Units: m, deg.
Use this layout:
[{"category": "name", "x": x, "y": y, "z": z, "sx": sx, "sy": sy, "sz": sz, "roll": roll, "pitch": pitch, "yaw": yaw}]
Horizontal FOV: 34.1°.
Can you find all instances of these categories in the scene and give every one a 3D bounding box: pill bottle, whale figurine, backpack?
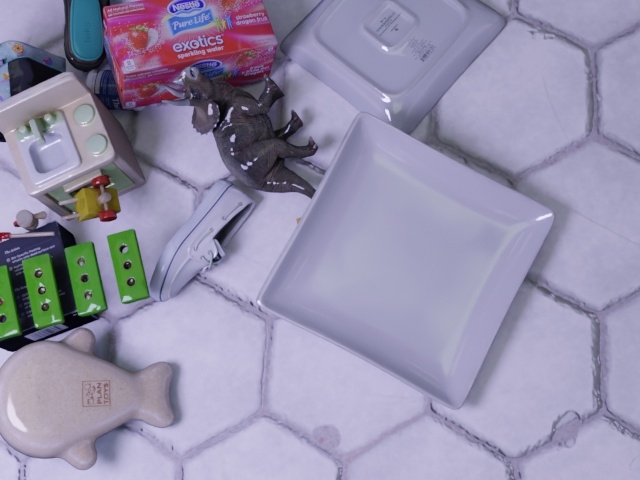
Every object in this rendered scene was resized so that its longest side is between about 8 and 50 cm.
[{"category": "pill bottle", "x": -0.327, "y": -0.251, "z": 1.748, "sx": 0.120, "sy": 0.067, "sz": 0.067, "roll": 4, "pitch": 76, "yaw": 9}, {"category": "whale figurine", "x": -0.365, "y": 0.245, "z": 1.608, "sx": 0.271, "sy": 0.141, "sz": 0.216, "roll": -1, "pitch": 74, "yaw": -18}, {"category": "backpack", "x": -0.505, "y": -0.237, "z": 1.715, "sx": 0.188, "sy": 0.166, "sz": 0.144, "roll": -22, "pitch": 75, "yaw": 25}]

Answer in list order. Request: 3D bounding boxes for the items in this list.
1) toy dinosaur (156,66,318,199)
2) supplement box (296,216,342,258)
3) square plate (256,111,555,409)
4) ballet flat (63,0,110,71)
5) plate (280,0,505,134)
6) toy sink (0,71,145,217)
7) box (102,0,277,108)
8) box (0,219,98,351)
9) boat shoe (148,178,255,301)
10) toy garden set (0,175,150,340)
[{"category": "toy dinosaur", "x": -0.107, "y": -0.163, "z": 1.682, "sx": 0.160, "sy": 0.121, "sz": 0.314, "roll": -34, "pitch": 102, "yaw": 5}, {"category": "supplement box", "x": 0.000, "y": 0.000, "z": 1.647, "sx": 0.055, "sy": 0.043, "sz": 0.083, "roll": -19, "pitch": 74, "yaw": 1}, {"category": "square plate", "x": 0.132, "y": 0.029, "z": 1.593, "sx": 0.347, "sy": 0.049, "sz": 0.344, "roll": 28, "pitch": 80, "yaw": 2}, {"category": "ballet flat", "x": -0.403, "y": -0.423, "z": 1.783, "sx": 0.095, "sy": 0.096, "sz": 0.281, "roll": 8, "pitch": 83, "yaw": -17}, {"category": "plate", "x": 0.116, "y": -0.348, "z": 1.723, "sx": 0.278, "sy": 0.045, "sz": 0.277, "roll": 40, "pitch": 83, "yaw": 15}, {"category": "toy sink", "x": -0.394, "y": -0.139, "z": 1.642, "sx": 0.152, "sy": 0.234, "sz": 0.131, "roll": -25, "pitch": 73, "yaw": 0}, {"category": "box", "x": -0.212, "y": -0.316, "z": 1.683, "sx": 0.256, "sy": 0.123, "sz": 0.128, "roll": -14, "pitch": 72, "yaw": -16}, {"category": "box", "x": -0.458, "y": 0.075, "z": 1.667, "sx": 0.156, "sy": 0.093, "sz": 0.158, "roll": -21, "pitch": 74, "yaw": 1}, {"category": "boat shoe", "x": -0.185, "y": 0.007, "z": 1.651, "sx": 0.075, "sy": 0.083, "sz": 0.226, "roll": 28, "pitch": 80, "yaw": 15}, {"category": "toy garden set", "x": -0.397, "y": 0.026, "z": 1.601, "sx": 0.244, "sy": 0.049, "sz": 0.204, "roll": -15, "pitch": 77, "yaw": 1}]
